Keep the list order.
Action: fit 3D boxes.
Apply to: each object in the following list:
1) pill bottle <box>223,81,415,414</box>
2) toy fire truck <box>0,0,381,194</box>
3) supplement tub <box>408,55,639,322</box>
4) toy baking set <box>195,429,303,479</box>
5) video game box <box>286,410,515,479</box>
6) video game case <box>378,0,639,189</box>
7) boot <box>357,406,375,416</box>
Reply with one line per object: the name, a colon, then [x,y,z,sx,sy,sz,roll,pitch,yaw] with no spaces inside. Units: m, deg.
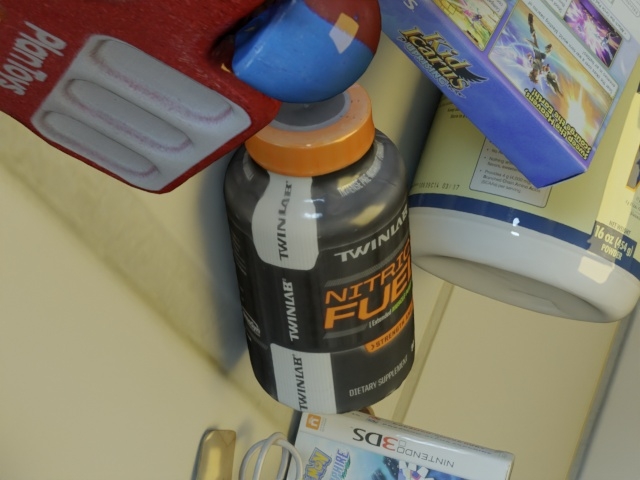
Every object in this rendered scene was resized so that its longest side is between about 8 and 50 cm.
pill bottle: [0.000,0.000,1.044,0.130,0.131,0.245,-55,150,-40]
toy fire truck: [-0.112,-0.111,0.477,0.302,0.254,0.169,-23,-137,66]
supplement tub: [0.226,-0.107,1.369,0.235,0.236,0.324,37,70,-66]
toy baking set: [-0.046,0.265,1.163,0.256,0.030,0.196,43,67,-35]
video game box: [0.054,0.260,1.259,0.048,0.187,0.205,-3,107,-76]
video game case: [0.145,-0.217,1.141,0.269,0.061,0.244,43,54,-19]
boot: [0.028,0.182,1.354,0.087,0.042,0.118,-58,154,-49]
